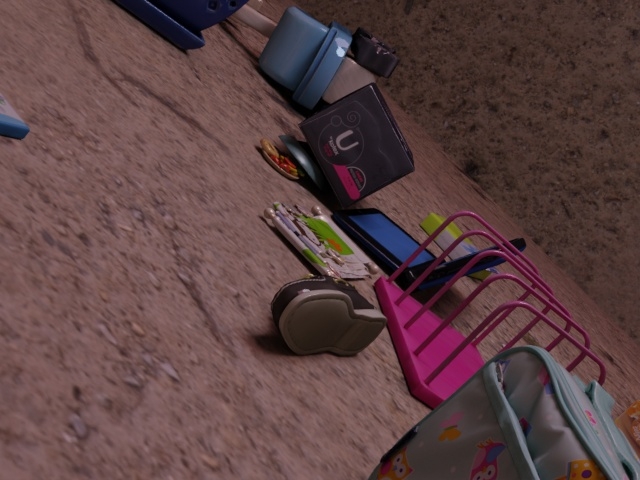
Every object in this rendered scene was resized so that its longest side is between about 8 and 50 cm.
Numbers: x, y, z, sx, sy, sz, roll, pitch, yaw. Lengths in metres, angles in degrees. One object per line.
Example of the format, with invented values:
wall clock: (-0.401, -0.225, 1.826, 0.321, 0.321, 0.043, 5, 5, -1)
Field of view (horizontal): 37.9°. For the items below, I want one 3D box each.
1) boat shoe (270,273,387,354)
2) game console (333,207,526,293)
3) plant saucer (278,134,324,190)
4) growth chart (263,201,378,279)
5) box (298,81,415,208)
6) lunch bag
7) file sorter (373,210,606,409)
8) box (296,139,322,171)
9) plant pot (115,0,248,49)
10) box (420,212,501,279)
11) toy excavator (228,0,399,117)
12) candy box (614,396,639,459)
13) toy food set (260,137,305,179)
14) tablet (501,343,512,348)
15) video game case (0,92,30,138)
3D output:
boat shoe: (-0.001, 0.076, 1.008, 0.069, 0.081, 0.228, 46, 8, 25)
game console: (0.196, -0.015, 1.600, 0.173, 0.250, 0.293, 70, 18, 3)
plant saucer: (-0.027, -0.137, 1.580, 0.119, 0.021, 0.119, 51, 2, -3)
growth chart: (0.000, 0.000, 1.330, 0.172, 0.021, 0.237, 44, 14, 13)
box: (0.068, -0.175, 1.645, 0.165, 0.143, 0.270, 61, 9, -7)
lunch bag: (0.144, 0.212, 0.700, 0.108, 0.224, 0.279, 37, 16, -21)
file sorter: (0.227, 0.116, 1.261, 0.202, 0.182, 0.291, 37, 16, -21)
box: (-0.021, -0.155, 1.715, 0.067, 0.018, 0.083, 45, 15, 11)
plant pot: (-0.261, -0.498, 1.691, 0.236, 0.212, 0.236, 33, 18, -32)
box: (0.302, 0.020, 1.997, 0.178, 0.042, 0.109, 50, 17, 26)
toy excavator: (-0.069, -0.461, 2.140, 0.445, 0.222, 0.433, 31, 15, -9)
candy box: (0.632, 0.387, 1.528, 0.316, 0.183, 0.087, 49, 17, 24)
toy food set: (-0.063, -0.132, 1.536, 0.082, 0.020, 0.083, 21, 25, -54)
tablet: (0.357, 0.218, 1.650, 0.054, 0.006, 0.083, 27, 20, -43)
video game case: (-0.361, -0.164, 0.878, 0.166, 0.015, 0.119, 48, 16, 20)
